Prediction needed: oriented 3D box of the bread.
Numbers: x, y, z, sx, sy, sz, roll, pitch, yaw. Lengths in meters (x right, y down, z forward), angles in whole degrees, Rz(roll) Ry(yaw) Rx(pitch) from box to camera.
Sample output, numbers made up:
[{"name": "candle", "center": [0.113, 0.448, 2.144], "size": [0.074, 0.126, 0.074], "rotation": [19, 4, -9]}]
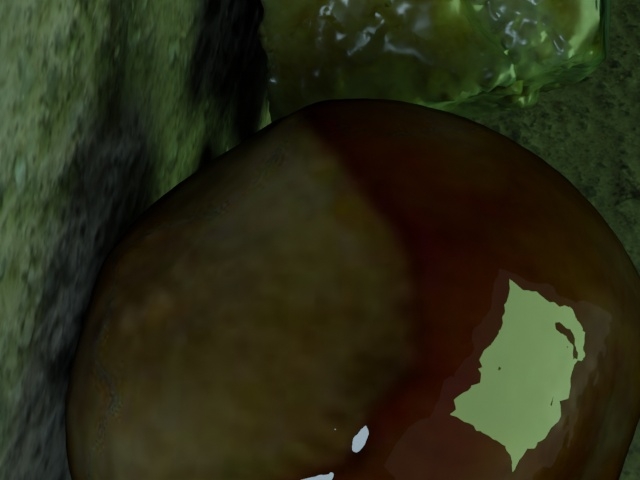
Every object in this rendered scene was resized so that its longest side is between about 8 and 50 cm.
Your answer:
[{"name": "bread", "center": [0.102, -0.202, 1.476], "size": [0.395, 0.264, 0.239], "rotation": [-10, 90, -78]}]

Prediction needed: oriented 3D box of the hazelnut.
[{"name": "hazelnut", "center": [0.023, 0.090, 1.190], "size": [0.366, 0.366, 0.366], "rotation": [11, 90, -82]}]
